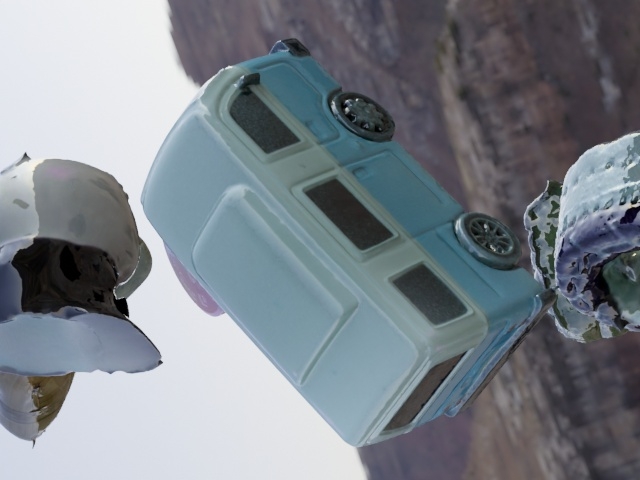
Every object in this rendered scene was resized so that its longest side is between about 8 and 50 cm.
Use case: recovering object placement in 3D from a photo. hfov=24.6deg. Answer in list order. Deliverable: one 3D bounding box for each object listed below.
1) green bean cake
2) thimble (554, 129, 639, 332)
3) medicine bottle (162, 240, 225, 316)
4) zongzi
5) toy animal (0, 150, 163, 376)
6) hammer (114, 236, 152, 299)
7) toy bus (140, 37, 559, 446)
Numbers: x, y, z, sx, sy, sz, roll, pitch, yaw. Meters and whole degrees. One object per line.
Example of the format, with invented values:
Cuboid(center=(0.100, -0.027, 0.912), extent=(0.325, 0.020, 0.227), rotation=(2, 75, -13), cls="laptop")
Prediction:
Cuboid(center=(0.401, 0.015, 2.022), extent=(0.125, 0.227, 0.222), rotation=(62, -165, -65), cls="green bean cake")
Cuboid(center=(0.357, -0.009, 1.520), extent=(0.237, 0.237, 0.150), rotation=(65, -152, -55), cls="thimble")
Cuboid(center=(-0.054, -0.024, 1.804), extent=(0.152, 0.254, 0.152), rotation=(46, 151, 34), cls="medicine bottle")
Cuboid(center=(-0.384, 0.173, 2.087), extent=(0.197, 0.099, 0.194), rotation=(-54, -10, -38), cls="zongzi")
Cuboid(center=(-0.217, 0.021, 1.249), extent=(0.138, 0.166, 0.179), rotation=(134, 139, -59), cls="toy animal")
Cuboid(center=(-0.404, 0.084, 2.406), extent=(0.113, 0.202, 0.305), rotation=(53, 149, -10), cls="hammer")
Cuboid(center=(0.000, 0.000, 0.981), extent=(0.271, 0.133, 0.165), rotation=(46, -143, 19), cls="toy bus")
